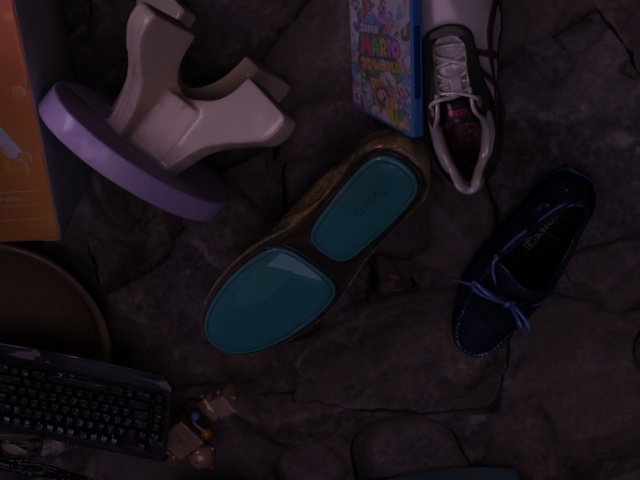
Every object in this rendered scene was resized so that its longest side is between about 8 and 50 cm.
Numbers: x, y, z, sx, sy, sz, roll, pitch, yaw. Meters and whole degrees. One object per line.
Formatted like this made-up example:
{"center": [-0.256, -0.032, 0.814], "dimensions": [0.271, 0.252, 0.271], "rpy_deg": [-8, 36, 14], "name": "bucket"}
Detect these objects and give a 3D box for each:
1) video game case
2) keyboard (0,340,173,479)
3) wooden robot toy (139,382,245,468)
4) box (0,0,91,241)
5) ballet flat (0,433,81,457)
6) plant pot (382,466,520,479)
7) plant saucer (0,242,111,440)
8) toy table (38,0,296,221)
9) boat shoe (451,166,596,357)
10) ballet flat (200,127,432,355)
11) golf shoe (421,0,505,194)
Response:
{"center": [0.068, -0.203, 1.507], "dimensions": [0.015, 0.119, 0.166], "rpy_deg": [-17, 120, -27], "name": "video game case"}
{"center": [-0.337, 0.219, 1.721], "dimensions": [0.317, 0.033, 0.201], "rpy_deg": [11, 118, 7], "name": "keyboard"}
{"center": [-0.148, 0.240, 1.756], "dimensions": [0.173, 0.076, 0.079], "rpy_deg": [-36, 103, 23], "name": "wooden robot toy"}
{"center": [-0.385, -0.182, 1.505], "dimensions": [0.215, 0.168, 0.345], "rpy_deg": [-4, 117, 6], "name": "box"}
{"center": [-0.355, 0.257, 1.801], "dimensions": [0.114, 0.041, 0.041], "rpy_deg": [4, 117, 1], "name": "ballet flat"}
{"center": [0.156, 0.386, 1.777], "dimensions": [0.234, 0.165, 0.165], "rpy_deg": [-18, 115, 3], "name": "plant pot"}
{"center": [-0.387, 0.118, 1.731], "dimensions": [0.278, 0.041, 0.278], "rpy_deg": [1, 117, 3], "name": "plant saucer"}
{"center": [-0.150, -0.141, 1.491], "dimensions": [0.252, 0.274, 0.161], "rpy_deg": [45, 103, 17], "name": "toy table"}
{"center": [0.220, 0.033, 1.627], "dimensions": [0.109, 0.089, 0.258], "rpy_deg": [20, 116, -7], "name": "boat shoe"}
{"center": [0.000, 0.000, 1.607], "dimensions": [0.123, 0.123, 0.348], "rpy_deg": [37, 119, -15], "name": "ballet flat"}
{"center": [0.147, -0.181, 1.507], "dimensions": [0.105, 0.120, 0.273], "rpy_deg": [-10, 115, 10], "name": "golf shoe"}
